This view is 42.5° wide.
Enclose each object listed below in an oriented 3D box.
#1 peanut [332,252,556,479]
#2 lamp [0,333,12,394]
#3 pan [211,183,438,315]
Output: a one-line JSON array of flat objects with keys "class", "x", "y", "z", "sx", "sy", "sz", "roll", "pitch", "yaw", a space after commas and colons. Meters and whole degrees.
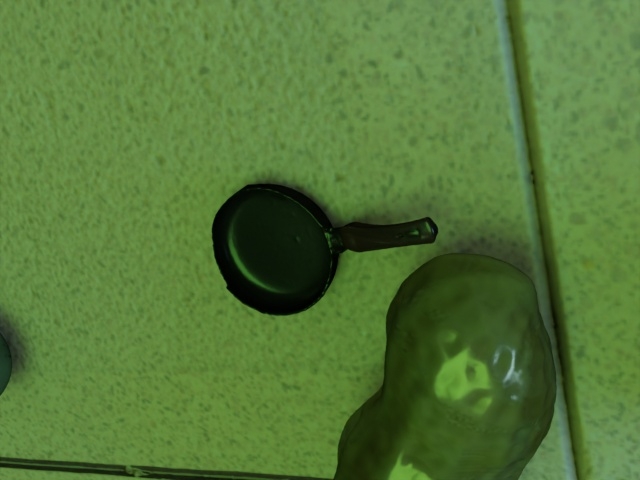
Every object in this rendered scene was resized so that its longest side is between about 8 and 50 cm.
[{"class": "peanut", "x": 0.093, "y": 0.151, "z": 0.634, "sx": 0.149, "sy": 0.149, "sz": 0.313, "roll": 22, "pitch": 120, "yaw": 13}, {"class": "lamp", "x": -0.372, "y": 0.129, "z": 0.847, "sx": 0.105, "sy": 0.105, "sz": 0.105, "roll": 10, "pitch": 117, "yaw": 20}, {"class": "pan", "x": 0.002, "y": -0.001, "z": 0.655, "sx": 0.212, "sy": 0.040, "sz": 0.114, "roll": -10, "pitch": 108, "yaw": 35}]
